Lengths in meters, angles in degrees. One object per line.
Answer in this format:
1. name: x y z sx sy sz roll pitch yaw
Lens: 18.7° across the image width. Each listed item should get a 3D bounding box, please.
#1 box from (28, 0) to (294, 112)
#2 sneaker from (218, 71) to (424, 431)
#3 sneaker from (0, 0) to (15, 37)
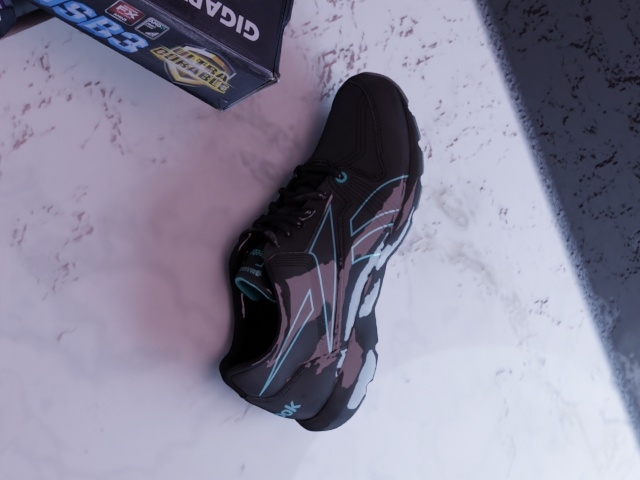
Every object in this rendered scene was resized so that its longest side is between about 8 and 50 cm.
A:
1. box: -0.136 -0.277 1.291 0.296 0.073 0.293 29 53 -30
2. sneaker: 0.000 0.000 1.399 0.106 0.101 0.267 18 77 -30
3. sneaker: -0.261 -0.233 1.248 0.223 0.083 0.098 48 59 -22
